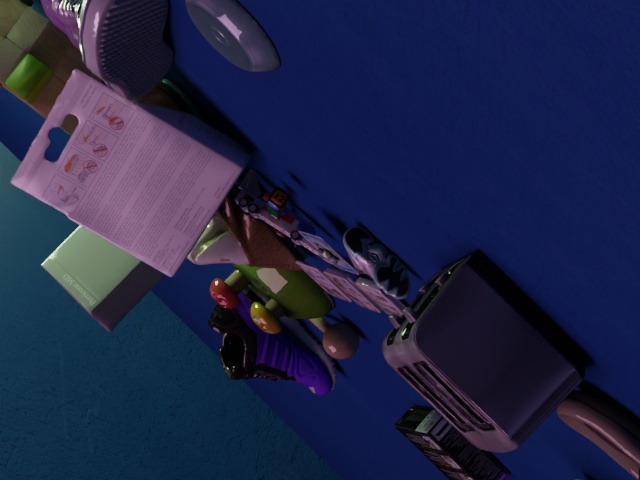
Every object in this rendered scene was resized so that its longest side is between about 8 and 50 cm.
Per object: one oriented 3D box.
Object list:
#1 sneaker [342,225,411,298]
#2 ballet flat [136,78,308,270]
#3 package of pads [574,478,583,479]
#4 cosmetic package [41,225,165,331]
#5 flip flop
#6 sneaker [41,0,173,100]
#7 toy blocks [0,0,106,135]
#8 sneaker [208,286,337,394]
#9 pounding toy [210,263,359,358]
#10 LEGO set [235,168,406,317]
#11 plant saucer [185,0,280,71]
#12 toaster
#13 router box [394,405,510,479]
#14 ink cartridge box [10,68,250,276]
[{"bbox_3d":[0.064,0.029,1.613,0.098,0.038,0.069,51,172,12],"label":"sneaker"},{"bbox_3d":[-0.146,-0.048,1.822,0.116,0.124,0.342,34,165,49],"label":"ballet flat"},{"bbox_3d":[0.319,0.407,1.599,0.296,0.229,0.101,26,148,50],"label":"package of pads"},{"bbox_3d":[-0.294,0.007,2.229,0.127,0.238,0.107,39,167,21],"label":"cosmetic package"},{"bbox_3d":[0.324,0.246,1.376,0.277,0.080,0.112,38,167,26],"label":"flip flop"},{"bbox_3d":[-0.245,-0.246,1.529,0.161,0.102,0.282,46,169,5],"label":"sneaker"},{"bbox_3d":[-0.391,-0.243,1.918,0.381,0.191,0.261,35,177,34],"label":"toy blocks"},{"bbox_3d":[-0.091,0.181,2.384,0.102,0.146,0.293,30,161,50],"label":"sneaker"},{"bbox_3d":[-0.068,0.088,2.071,0.237,0.110,0.183,51,167,-29],"label":"pounding toy"},{"bbox_3d":[0.000,0.000,1.745,0.244,0.060,0.182,43,165,-33],"label":"LEGO set"},{"bbox_3d":[-0.088,-0.196,1.360,0.119,0.021,0.119,41,168,10],"label":"plant saucer"},{"bbox_3d":[0.157,0.115,1.410,0.185,0.110,0.168,44,169,-1],"label":"toaster"},{"bbox_3d":[0.188,0.304,2.121,0.133,0.046,0.179,45,169,-7],"label":"router box"},{"bbox_3d":[-0.222,-0.084,1.709,0.224,0.181,0.056,31,-153,-8],"label":"ink cartridge box"}]
